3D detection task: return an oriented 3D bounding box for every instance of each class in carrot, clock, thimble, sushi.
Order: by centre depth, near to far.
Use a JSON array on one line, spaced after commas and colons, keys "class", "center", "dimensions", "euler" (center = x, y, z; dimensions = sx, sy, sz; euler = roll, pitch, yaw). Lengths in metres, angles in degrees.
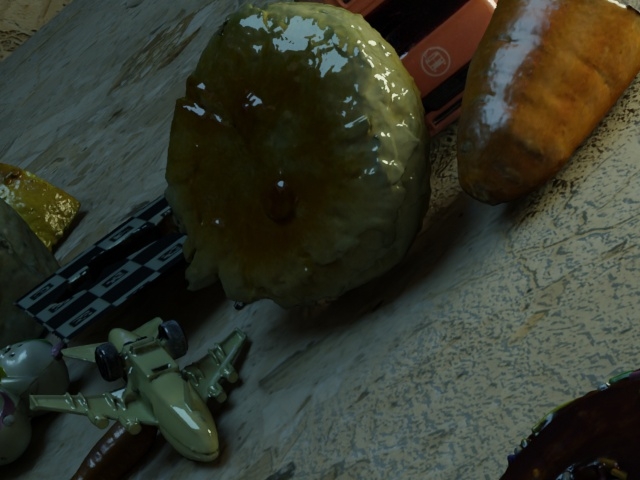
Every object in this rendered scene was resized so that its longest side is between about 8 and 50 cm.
[{"class": "carrot", "center": [0.207, -0.130, 1.666], "dimensions": [0.159, 0.159, 0.225], "euler": [-3, 56, 58]}, {"class": "carrot", "center": [-0.248, 0.262, 1.823], "dimensions": [0.216, 0.048, 0.048], "euler": [-48, 22, -3]}, {"class": "clock", "center": [-0.376, 0.196, 2.076], "dimensions": [0.144, 0.103, 0.231], "euler": [-32, 21, 46]}, {"class": "sushi", "center": [-0.188, 0.021, 2.121], "dimensions": [0.343, 0.064, 0.359], "euler": [-37, 15, -13]}, {"class": "thimble", "center": [-0.490, 0.076, 2.373], "dimensions": [0.291, 0.195, 0.291], "euler": [-32, 28, 19]}]

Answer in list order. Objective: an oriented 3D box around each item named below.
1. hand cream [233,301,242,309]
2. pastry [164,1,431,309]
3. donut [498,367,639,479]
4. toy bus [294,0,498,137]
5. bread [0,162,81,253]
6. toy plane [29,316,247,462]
[{"class": "hand cream", "center": [-0.003, -0.002, 1.888], "dimensions": [0.257, 0.050, 0.084], "euler": [-27, 29, 41]}, {"class": "pastry", "center": [-0.017, -0.080, 1.761], "dimensions": [0.330, 0.329, 0.136], "euler": [-25, -12, 38]}, {"class": "donut", "center": [0.197, 0.187, 1.131], "dimensions": [0.235, 0.089, 0.235], "euler": [-35, 24, 18]}, {"class": "toy bus", "center": [0.084, -0.273, 1.988], "dimensions": [0.203, 0.233, 0.427], "euler": [-39, 21, 8]}, {"class": "bread", "center": [-0.491, -0.036, 2.650], "dimensions": [0.160, 0.147, 0.260], "euler": [-53, 24, -18]}, {"class": "toy plane", "center": [-0.166, 0.148, 1.784], "dimensions": [0.242, 0.104, 0.256], "euler": [-17, 21, -23]}]
